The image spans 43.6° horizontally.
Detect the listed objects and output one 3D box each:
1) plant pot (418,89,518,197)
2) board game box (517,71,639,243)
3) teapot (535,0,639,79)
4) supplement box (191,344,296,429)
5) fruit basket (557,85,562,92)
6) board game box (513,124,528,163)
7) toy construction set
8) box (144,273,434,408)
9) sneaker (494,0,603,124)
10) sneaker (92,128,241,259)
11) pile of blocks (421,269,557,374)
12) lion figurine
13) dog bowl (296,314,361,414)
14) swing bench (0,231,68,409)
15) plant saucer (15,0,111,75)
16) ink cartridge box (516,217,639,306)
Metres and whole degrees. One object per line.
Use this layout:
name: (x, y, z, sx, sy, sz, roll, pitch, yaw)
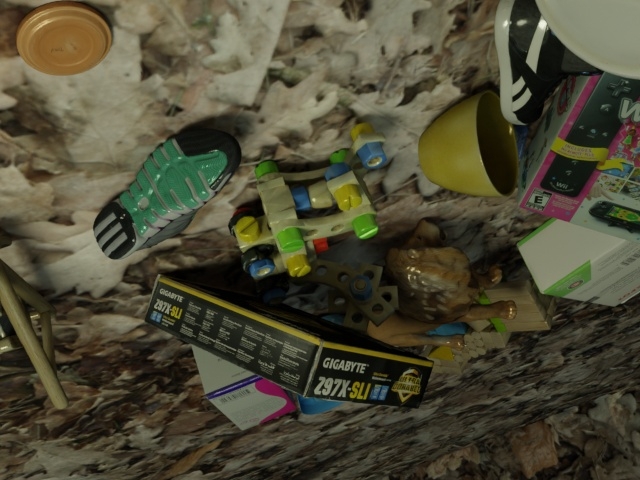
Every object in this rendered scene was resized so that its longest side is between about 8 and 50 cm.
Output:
plant pot: (0.181, -0.113, 1.011, 0.095, 0.134, 0.134, -10, 161, 34)
board game box: (0.407, -0.139, 1.004, 0.224, 0.097, 0.303, 17, 139, 1)
teapot: (0.328, -0.284, 0.728, 0.187, 0.252, 0.256, -35, 179, -38)
supplement box: (-0.129, 0.236, 1.385, 0.111, 0.113, 0.220, -22, 150, -1)
fruit basket: (0.546, -0.198, 1.052, 0.353, 0.165, 0.327, 22, 137, -40)
board game box: (0.243, -0.121, 1.128, 0.090, 0.020, 0.090, -18, 151, -5)
toy construction set: (0.000, 0.000, 1.058, 0.215, 0.151, 0.327, -20, 140, -3)
box: (-0.044, 0.140, 1.108, 0.257, 0.322, 0.079, 21, 86, -49)
sneaker: (0.270, -0.191, 0.912, 0.121, 0.079, 0.217, 15, 161, 25)
sneaker: (-0.164, -0.058, 0.931, 0.224, 0.083, 0.098, -32, 170, 27)
pile of blocks: (0.308, 0.139, 1.549, 0.362, 0.149, 0.112, -44, -172, 49)
lion figurine: (0.163, 0.115, 1.355, 0.240, 0.142, 0.392, 1, 148, -23)
dog bowl: (0.012, 0.231, 1.492, 0.166, 0.074, 0.297, -27, 151, -7)
swing bench: (-0.458, 0.113, 0.919, 0.254, 0.165, 0.254, -16, 145, -8)
plant saucer: (-0.231, -0.179, 0.724, 0.084, 0.013, 0.083, -16, 150, -9)
ink cartridge box: (0.521, 0.014, 1.440, 0.273, 0.114, 0.198, 11, 138, -44)
